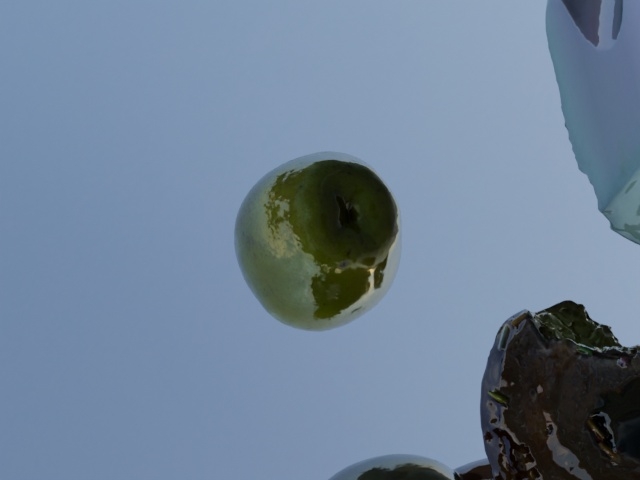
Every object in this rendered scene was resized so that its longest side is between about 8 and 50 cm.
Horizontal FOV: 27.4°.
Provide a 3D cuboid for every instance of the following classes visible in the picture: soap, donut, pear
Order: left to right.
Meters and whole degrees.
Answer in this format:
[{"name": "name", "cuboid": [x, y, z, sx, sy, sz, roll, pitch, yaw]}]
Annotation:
[{"name": "pear", "cuboid": [0.001, 0.000, 1.391, 0.198, 0.198, 0.198, 21, -135, -23]}, {"name": "donut", "cuboid": [0.242, 0.140, 1.001, 0.096, 0.230, 0.216, -2, -105, -64]}, {"name": "soap", "cuboid": [0.247, -0.140, 0.790, 0.208, 0.115, 0.347, 26, -133, -11]}]

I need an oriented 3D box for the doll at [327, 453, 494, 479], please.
[{"name": "doll", "cuboid": [0.141, 0.286, 1.330, 0.330, 0.235, 0.174, -5, -118, -8]}]
